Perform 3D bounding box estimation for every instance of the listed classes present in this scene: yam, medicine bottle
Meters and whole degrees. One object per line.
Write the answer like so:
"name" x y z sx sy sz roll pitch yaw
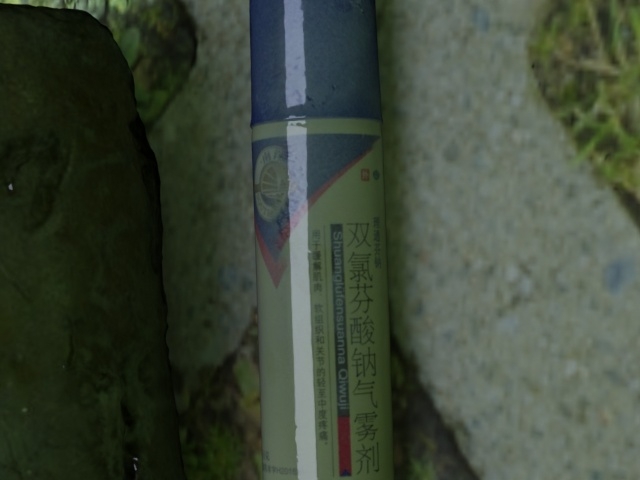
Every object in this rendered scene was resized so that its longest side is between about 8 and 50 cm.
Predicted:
"yam" -0.165 0.040 0.623 0.195 0.195 0.300 -8 86 34
"medicine bottle" 0.000 0.000 0.590 0.059 0.059 0.230 -4 88 34
